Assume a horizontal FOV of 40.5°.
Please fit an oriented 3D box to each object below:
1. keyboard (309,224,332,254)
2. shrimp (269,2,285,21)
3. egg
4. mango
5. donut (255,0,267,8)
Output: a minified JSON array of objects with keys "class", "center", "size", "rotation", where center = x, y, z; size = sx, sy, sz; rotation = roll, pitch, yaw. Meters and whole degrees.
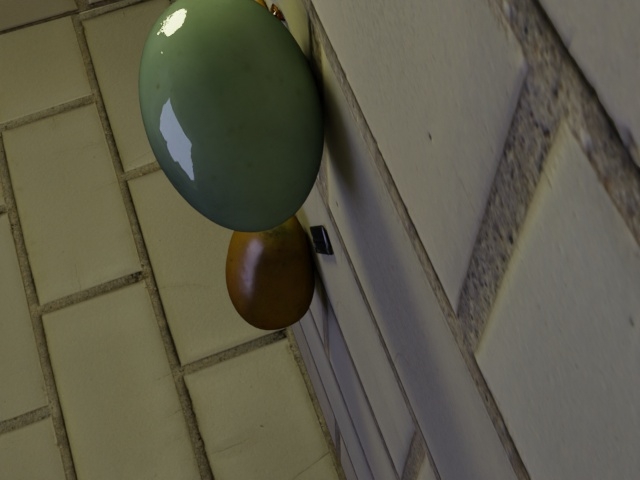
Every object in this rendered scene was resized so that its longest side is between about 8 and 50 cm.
[{"class":"keyboard","center":[0.000,0.000,1.862],"size":[0.202,0.011,0.067],"rotation":[-179,73,-82]},{"class":"shrimp","center":[-0.068,-0.343,1.486],"size":[0.091,0.025,0.127],"rotation":[118,136,-78]},{"class":"egg","center":[-0.137,-0.202,1.353],"size":[0.276,0.276,0.388],"rotation":[125,130,-81]},{"class":"mango","center":[-0.123,0.059,2.147],"size":[0.378,0.221,0.263],"rotation":[98,160,-50]},{"class":"donut","center":[-0.125,-0.401,1.633],"size":[0.152,0.058,0.151],"rotation":[163,90,-83]}]
